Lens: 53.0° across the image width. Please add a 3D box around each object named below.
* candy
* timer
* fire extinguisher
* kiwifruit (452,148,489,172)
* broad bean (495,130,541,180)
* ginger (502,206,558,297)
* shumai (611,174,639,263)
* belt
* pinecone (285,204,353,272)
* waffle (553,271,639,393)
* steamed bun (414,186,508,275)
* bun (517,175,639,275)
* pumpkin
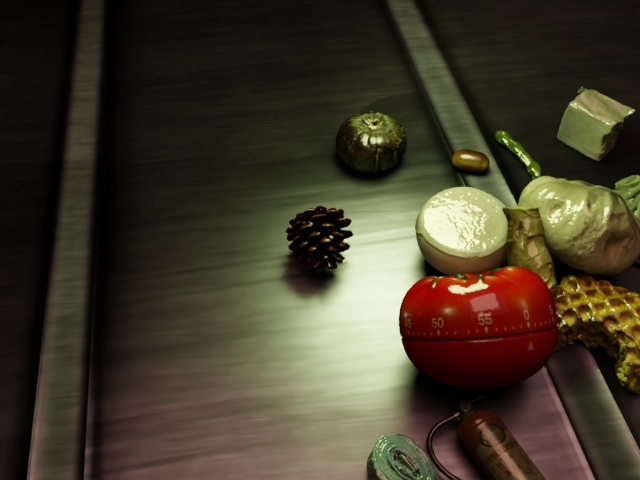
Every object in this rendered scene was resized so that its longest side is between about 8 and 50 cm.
[{"bbox_3d":[0.913,-0.393,2.151,0.137,0.185,0.195,-33,57,-27],"label":"candy"},{"bbox_3d":[0.382,0.210,1.571,0.377,0.378,0.280,-5,88,-2],"label":"timer"},{"bbox_3d":[0.391,0.513,1.478,0.200,0.113,0.376,-15,51,-25],"label":"fire extinguisher"},{"bbox_3d":[0.499,-0.265,2.132,0.124,0.075,0.075,13,53,17],"label":"kiwifruit"},{"bbox_3d":[0.671,-0.289,2.162,0.053,0.052,0.256,-43,55,21],"label":"broad bean"},{"bbox_3d":[0.549,0.034,1.699,0.109,0.116,0.263,-11,83,3],"label":"ginger"},{"bbox_3d":[0.996,-0.112,1.873,0.309,0.264,0.304,28,55,22],"label":"shumai"},{"bbox_3d":[0.186,0.538,1.494,0.147,0.082,0.163,-5,47,-16],"label":"belt"},{"bbox_3d":[0.000,0.000,1.862,0.207,0.208,0.208,-1,51,1],"label":"pinecone"},{"bbox_3d":[0.738,0.236,1.680,0.324,0.151,0.261,27,60,20],"label":"waffle"},{"bbox_3d":[0.415,-0.007,1.859,0.282,0.177,0.283,-4,52,5],"label":"steamed bun"},{"bbox_3d":[0.734,-0.062,1.804,0.359,0.211,0.360,18,23,-8],"label":"bun"},{"bbox_3d":[0.171,-0.333,2.140,0.237,0.159,0.238,-3,48,3],"label":"pumpkin"}]
